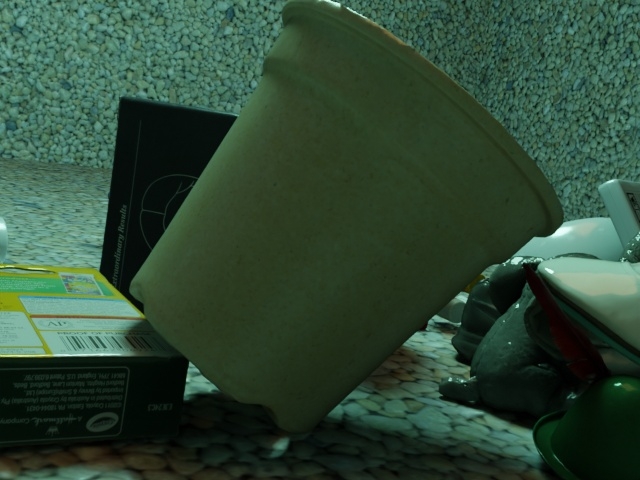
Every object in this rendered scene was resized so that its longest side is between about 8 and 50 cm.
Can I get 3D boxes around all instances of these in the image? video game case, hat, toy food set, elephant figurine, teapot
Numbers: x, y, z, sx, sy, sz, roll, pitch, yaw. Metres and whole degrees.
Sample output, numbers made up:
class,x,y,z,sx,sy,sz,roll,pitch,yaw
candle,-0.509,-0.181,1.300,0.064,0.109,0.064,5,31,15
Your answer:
class,x,y,z,sx,sy,sz,roll,pitch,yaw
video game case,0.553,0.064,1.200,0.036,0.329,0.299,-28,-15,34
hat,0.302,0.134,0.728,0.208,0.184,0.173,-1,20,-32
toy food set,0.148,0.078,1.261,0.232,0.111,0.104,1,12,-30
elephant figurine,0.276,0.084,0.914,0.169,0.240,0.186,16,11,40
teapot,0.434,0.092,1.262,0.255,0.187,0.252,-18,-28,18

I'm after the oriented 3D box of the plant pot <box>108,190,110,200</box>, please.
class,x,y,z,sx,sy,sz,roll,pitch,yaw
plant pot,-0.247,-0.091,1.474,0.236,0.212,0.236,41,22,22

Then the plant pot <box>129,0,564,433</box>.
class,x,y,z,sx,sy,sz,roll,pitch,yaw
plant pot,0.000,0.000,0.738,0.333,0.305,0.334,39,-2,1

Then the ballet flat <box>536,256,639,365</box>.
class,x,y,z,sx,sy,sz,roll,pitch,yaw
ballet flat,0.406,0.111,0.752,0.400,0.139,0.139,39,18,16

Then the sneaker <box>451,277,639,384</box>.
class,x,y,z,sx,sy,sz,roll,pitch,yaw
sneaker,0.331,0.129,1.065,0.286,0.130,0.109,12,8,10

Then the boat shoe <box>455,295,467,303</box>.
class,x,y,z,sx,sy,sz,roll,pitch,yaw
boat shoe,0.267,0.126,1.361,0.035,0.035,0.100,-28,32,-29

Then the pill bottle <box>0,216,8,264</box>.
class,x,y,z,sx,sy,sz,roll,pitch,yaw
pill bottle,-0.543,0.000,1.078,0.184,0.103,0.103,2,11,-41

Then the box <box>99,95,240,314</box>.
class,x,y,z,sx,sy,sz,roll,pitch,yaw
box,-0.081,-0.024,1.085,0.395,0.294,0.212,12,9,18

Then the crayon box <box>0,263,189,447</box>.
class,x,y,z,sx,sy,sz,roll,pitch,yaw
crayon box,-0.283,0.099,0.762,0.203,0.083,0.323,5,10,-31
